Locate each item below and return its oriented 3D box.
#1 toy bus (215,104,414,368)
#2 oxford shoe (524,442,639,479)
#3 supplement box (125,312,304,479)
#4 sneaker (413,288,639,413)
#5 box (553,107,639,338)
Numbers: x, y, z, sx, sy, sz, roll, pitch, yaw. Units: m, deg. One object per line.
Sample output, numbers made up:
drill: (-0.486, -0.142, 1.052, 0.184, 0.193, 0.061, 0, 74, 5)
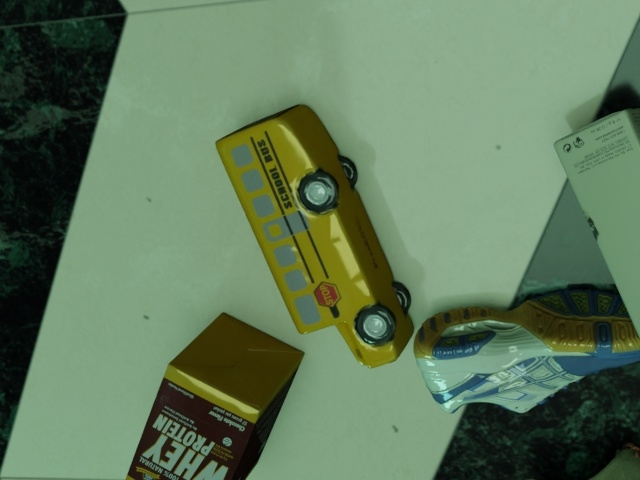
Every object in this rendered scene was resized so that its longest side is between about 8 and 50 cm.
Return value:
toy bus: (0.000, 0.000, 1.404, 0.130, 0.108, 0.333, -20, 100, 21)
oxford shoe: (0.418, 0.305, 1.372, 0.348, 0.123, 0.130, -15, 71, 6)
supplement box: (-0.137, 0.233, 1.468, 0.129, 0.191, 0.194, 26, 112, 8)
sneaker: (0.270, 0.145, 1.388, 0.296, 0.112, 0.131, -6, 121, 19)
box: (0.369, -0.007, 1.261, 0.094, 0.113, 0.275, -25, 83, 29)
